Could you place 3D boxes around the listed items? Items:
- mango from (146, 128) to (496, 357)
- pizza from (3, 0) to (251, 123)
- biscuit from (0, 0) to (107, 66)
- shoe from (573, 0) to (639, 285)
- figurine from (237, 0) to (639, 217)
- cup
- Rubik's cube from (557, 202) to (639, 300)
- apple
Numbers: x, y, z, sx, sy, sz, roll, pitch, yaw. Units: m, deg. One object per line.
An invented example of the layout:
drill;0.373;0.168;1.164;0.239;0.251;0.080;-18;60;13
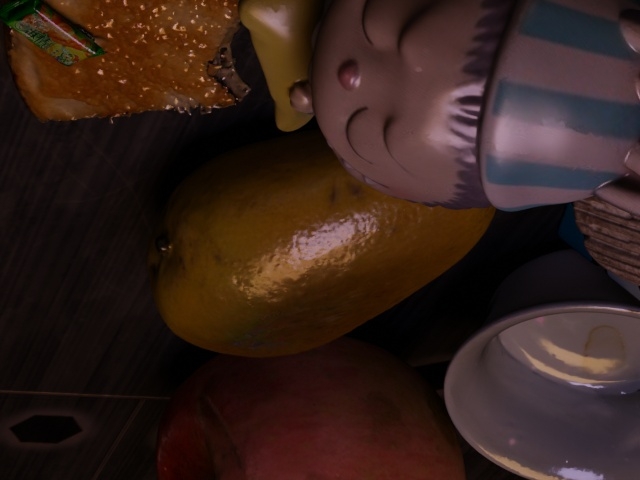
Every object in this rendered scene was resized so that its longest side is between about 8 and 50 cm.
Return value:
mango;0.000;0.000;1.778;0.365;0.182;0.253;-14;149;11
pizza;-0.151;-0.199;1.490;0.223;0.089;0.323;9;149;-12
biscuit;-0.221;-0.171;1.453;0.046;0.016;0.089;-20;140;35
shoe;0.339;-0.139;1.661;0.198;0.172;0.351;-37;141;-38
figurine;0.162;-0.089;1.430;0.266;0.377;0.361;-47;151;3
cup;0.323;0.131;2.061;0.347;0.163;0.347;6;137;6
Rubik's cube;0.339;-0.046;1.819;0.284;0.250;0.234;-15;131;22
apple;-0.005;0.281;2.107;0.364;0.364;0.364;-6;150;-4
